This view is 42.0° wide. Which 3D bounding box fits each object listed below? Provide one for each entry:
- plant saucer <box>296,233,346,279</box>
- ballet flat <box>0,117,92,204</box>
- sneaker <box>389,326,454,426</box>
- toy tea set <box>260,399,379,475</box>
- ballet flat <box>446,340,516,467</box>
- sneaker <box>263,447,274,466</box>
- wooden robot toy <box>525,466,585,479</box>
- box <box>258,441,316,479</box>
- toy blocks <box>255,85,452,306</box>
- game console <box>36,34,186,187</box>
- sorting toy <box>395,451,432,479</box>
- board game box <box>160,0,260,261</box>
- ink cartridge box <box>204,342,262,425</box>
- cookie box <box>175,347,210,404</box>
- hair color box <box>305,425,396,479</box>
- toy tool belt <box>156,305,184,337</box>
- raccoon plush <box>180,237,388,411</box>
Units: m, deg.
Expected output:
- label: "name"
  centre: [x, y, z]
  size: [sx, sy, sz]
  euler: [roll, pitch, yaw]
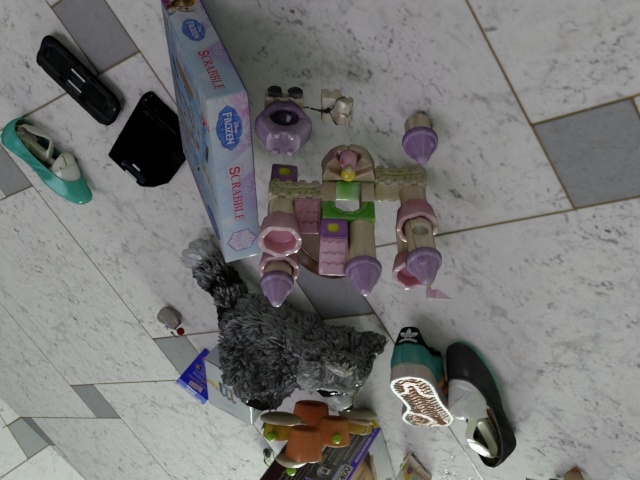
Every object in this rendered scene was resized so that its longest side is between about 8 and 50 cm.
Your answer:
- label: "plant saucer"
  centre: [0.000, 0.000, 1.565]
  size: [0.168, 0.029, 0.168]
  euler: [22, 138, 22]
- label: "ballet flat"
  centre: [-0.599, -0.181, 1.846]
  size: [0.247, 0.083, 0.087]
  euler: [40, 128, -3]
- label: "sneaker"
  centre: [0.202, 0.271, 1.617]
  size: [0.108, 0.121, 0.302]
  euler: [-2, 147, 15]
- label: "toy tea set"
  centre: [-0.020, 0.427, 1.758]
  size: [0.200, 0.336, 0.124]
  euler: [5, 91, 27]
- label: "ballet flat"
  centre: [0.299, 0.322, 1.576]
  size: [0.095, 0.096, 0.280]
  euler: [-5, 124, 44]
- label: "sneaker"
  centre: [-0.142, 0.591, 2.252]
  size: [0.035, 0.031, 0.083]
  euler: [7, 131, 36]
- label: "wooden robot toy"
  centre: [0.484, 0.474, 1.617]
  size: [0.173, 0.076, 0.079]
  euler: [8, 97, 34]
- label: "box"
  centre: [-0.036, 0.638, 2.100]
  size: [0.203, 0.167, 0.168]
  euler: [27, 140, 16]
- label: "toy blocks"
  centre: [0.043, -0.025, 1.244]
  size: [0.289, 0.260, 0.309]
  euler: [2, 134, -2]
- label: "game console"
  centre: [-0.411, -0.264, 1.638]
  size: [0.361, 0.044, 0.213]
  euler: [44, 140, -5]
- label: "sorting toy"
  centre: [0.199, 0.534, 1.880]
  size: [0.083, 0.075, 0.045]
  euler: [51, 140, -12]
- label: "board game box"
  centre: [-0.178, -0.186, 1.354]
  size: [0.318, 0.066, 0.318]
  euler: [90, 161, -45]
- label: "ink cartridge box"
  centre: [-0.179, 0.310, 1.932]
  size: [0.127, 0.128, 0.176]
  euler: [24, 138, 20]
- label: "cookie box"
  centre: [-0.289, 0.337, 2.065]
  size: [0.092, 0.107, 0.040]
  euler: [40, 142, 1]
- label: "hair color box"
  centre: [0.091, 0.602, 1.949]
  size: [0.110, 0.185, 0.338]
  euler: [9, 133, 33]
- label: "toy tool belt"
  centre: [-0.364, 0.200, 2.050]
  size: [0.083, 0.052, 0.051]
  euler: [45, 173, -1]
- label: "raccoon plush"
  centre: [-0.084, 0.160, 1.665]
  size: [0.299, 0.216, 0.446]
  euler: [-30, 105, 42]
